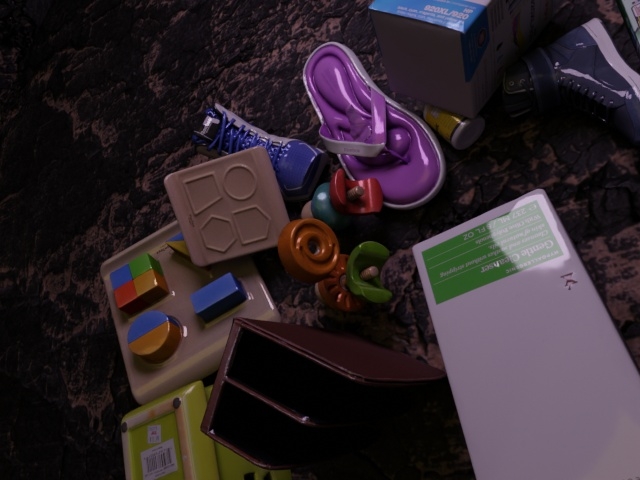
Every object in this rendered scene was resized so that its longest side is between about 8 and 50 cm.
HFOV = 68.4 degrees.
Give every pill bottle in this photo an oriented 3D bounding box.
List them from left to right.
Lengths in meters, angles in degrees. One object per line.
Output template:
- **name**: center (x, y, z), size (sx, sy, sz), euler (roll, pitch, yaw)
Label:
- **pill bottle**: center (0.216, -0.213, 0.798), size (0.065, 0.065, 0.116), euler (-45, 57, 16)

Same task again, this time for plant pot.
- **plant pot**: center (-0.213, 0.374, 0.839), size (0.228, 0.207, 0.227), euler (-28, 63, 23)

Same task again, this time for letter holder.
- **letter holder**: center (0.031, 0.222, 0.660), size (0.214, 0.302, 0.152), euler (14, 86, 35)

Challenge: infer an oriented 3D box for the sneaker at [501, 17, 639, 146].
- **sneaker**: center (0.359, -0.199, 0.678), size (0.163, 0.086, 0.226), euler (-21, 57, 16)

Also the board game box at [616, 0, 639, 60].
- **board game box**: center (0.527, -0.414, 0.660), size (0.213, 0.046, 0.317), euler (-18, 68, 29)

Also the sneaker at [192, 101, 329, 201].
- **sneaker**: center (-0.156, -0.183, 0.963), size (0.315, 0.182, 0.127), euler (26, 94, 35)

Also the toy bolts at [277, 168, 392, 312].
- **toy bolts**: center (0.000, 0.000, 0.804), size (0.158, 0.218, 0.229), euler (-27, 55, 51)

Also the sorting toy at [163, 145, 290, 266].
- **sorting toy**: center (-0.175, -0.063, 0.914), size (0.208, 0.038, 0.193), euler (-16, 100, 7)

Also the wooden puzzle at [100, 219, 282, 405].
- **wooden puzzle**: center (-0.287, 0.107, 0.969), size (0.322, 0.080, 0.348), euler (-30, 62, -2)

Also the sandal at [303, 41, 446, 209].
- **sandal**: center (0.062, -0.216, 0.866), size (0.169, 0.102, 0.416), euler (-49, 57, 26)

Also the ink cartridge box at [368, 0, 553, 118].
- **ink cartridge box**: center (0.224, -0.348, 0.727), size (0.168, 0.171, 0.233), euler (32, 77, 33)

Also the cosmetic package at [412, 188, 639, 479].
- **cosmetic package**: center (0.265, 0.147, 0.574), size (0.197, 0.155, 0.366), euler (-28, 49, 24)
